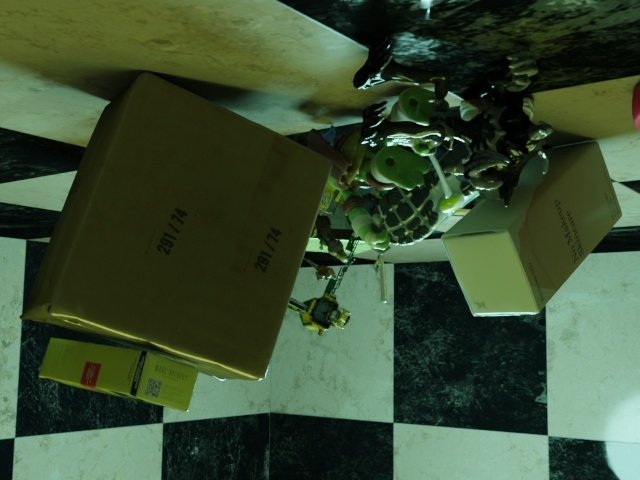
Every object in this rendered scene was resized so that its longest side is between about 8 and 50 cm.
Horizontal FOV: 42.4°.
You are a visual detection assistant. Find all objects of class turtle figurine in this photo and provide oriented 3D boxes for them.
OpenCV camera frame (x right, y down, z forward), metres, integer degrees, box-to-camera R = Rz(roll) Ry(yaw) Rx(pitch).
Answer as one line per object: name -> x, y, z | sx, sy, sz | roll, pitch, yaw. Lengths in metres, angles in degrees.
turtle figurine -> 0.120, -0.089, 1.166 | 0.197, 0.275, 0.266 | -33, 178, -16

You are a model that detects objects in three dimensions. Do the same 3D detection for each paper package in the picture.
paper package -> -0.180, -0.004, 1.089 | 0.309, 0.325, 0.168 | 23, 163, -25

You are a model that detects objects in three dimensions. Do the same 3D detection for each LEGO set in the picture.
LEGO set -> 0.000, 0.000, 1.460 | 0.255, 0.331, 0.192 | 36, 164, -11

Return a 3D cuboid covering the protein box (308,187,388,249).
protein box -> 0.019, -0.054, 1.682 | 0.201, 0.136, 0.200 | 3, 172, -17

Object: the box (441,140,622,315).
box -> 0.334, -0.022, 1.278 | 0.121, 0.148, 0.311 | -7, -155, 47

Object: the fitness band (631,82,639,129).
fitness band -> 0.503, -0.174, 0.970 | 0.208, 0.054, 0.291 | 3, 172, -15

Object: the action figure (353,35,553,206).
action figure -> 0.178, -0.132, 0.934 | 0.275, 0.164, 0.141 | 10, 175, -23

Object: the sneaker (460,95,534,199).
sneaker -> 0.248, -0.122, 1.147 | 0.099, 0.121, 0.262 | -2, 173, 14

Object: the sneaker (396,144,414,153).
sneaker -> 0.117, -0.147, 1.363 | 0.083, 0.031, 0.035 | -1, 161, -18

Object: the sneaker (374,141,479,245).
sneaker -> 0.210, -0.075, 1.410 | 0.275, 0.107, 0.110 | -32, 165, 35

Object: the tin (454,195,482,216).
tin -> 0.348, -0.077, 1.887 | 0.189, 0.040, 0.106 | 3, 169, -13

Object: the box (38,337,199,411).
box -> -0.265, 0.170, 1.064 | 0.232, 0.058, 0.087 | 1, 160, 42
